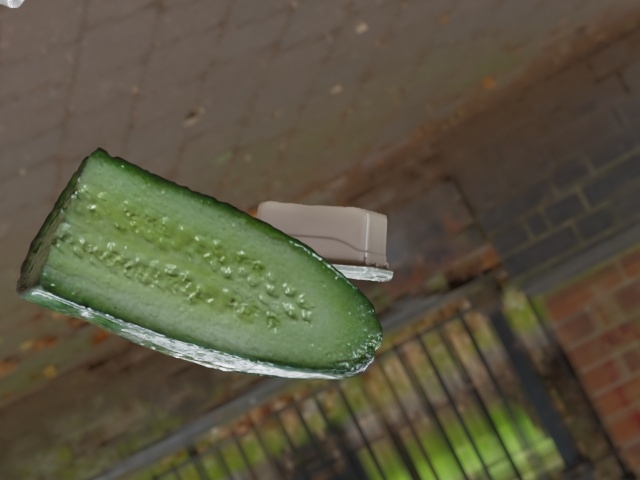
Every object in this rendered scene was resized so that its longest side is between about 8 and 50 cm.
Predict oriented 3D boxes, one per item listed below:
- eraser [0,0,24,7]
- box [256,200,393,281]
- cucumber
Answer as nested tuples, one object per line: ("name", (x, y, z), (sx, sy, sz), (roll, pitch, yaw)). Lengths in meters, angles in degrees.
("eraser", (-0.208, -0.232, 0.567), (0.078, 0.343, 0.144), (-51, -178, -21))
("box", (0.000, 0.000, 1.504), (0.122, 0.062, 0.089), (4, 177, 18))
("cucumber", (-0.073, 0.037, 1.087), (0.243, 0.115, 0.063), (24, 145, -23))
